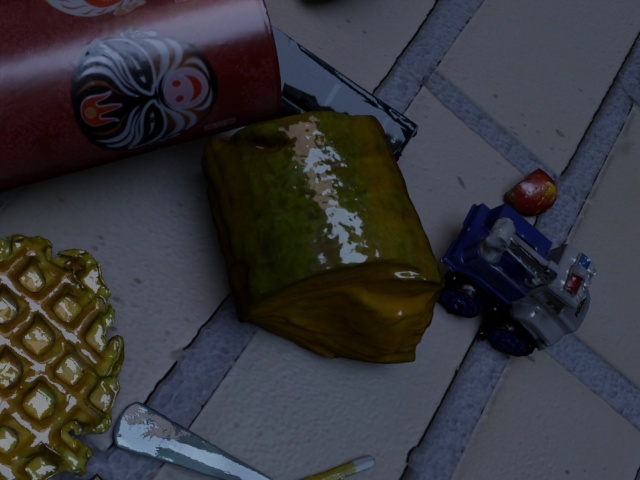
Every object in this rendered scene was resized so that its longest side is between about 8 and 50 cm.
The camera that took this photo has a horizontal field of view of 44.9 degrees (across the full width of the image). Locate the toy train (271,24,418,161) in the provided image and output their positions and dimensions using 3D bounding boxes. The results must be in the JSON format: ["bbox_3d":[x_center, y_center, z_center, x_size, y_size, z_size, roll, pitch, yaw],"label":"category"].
[{"bbox_3d":[-0.061,-0.227,1.040,0.409,0.089,0.086,32,87,-11],"label":"toy train"}]

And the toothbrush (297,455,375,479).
[{"bbox_3d":[-0.058,0.308,0.926,0.288,0.021,0.024,-10,91,-26],"label":"toothbrush"}]

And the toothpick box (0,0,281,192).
[{"bbox_3d":[-0.232,-0.188,0.851,0.333,0.204,0.204,-16,82,-13],"label":"toothpick box"}]

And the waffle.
[{"bbox_3d":[-0.370,0.127,0.813,0.325,0.068,0.302,-1,76,-25],"label":"waffle"}]

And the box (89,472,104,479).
[{"bbox_3d":[-0.229,0.330,0.832,0.090,0.023,0.133,-45,95,-15],"label":"box"}]

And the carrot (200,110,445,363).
[{"bbox_3d":[0.000,0.000,0.921,0.242,0.241,0.340,-14,79,-27],"label":"carrot"}]

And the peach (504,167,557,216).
[{"bbox_3d":[0.326,-0.078,1.193,0.083,0.050,0.077,11,70,-17],"label":"peach"}]

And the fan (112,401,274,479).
[{"bbox_3d":[-0.107,0.269,0.899,0.282,0.023,0.057,28,59,-6],"label":"fan"}]

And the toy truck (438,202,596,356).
[{"bbox_3d":[0.279,0.046,1.064,0.213,0.177,0.161,38,63,-9],"label":"toy truck"}]
